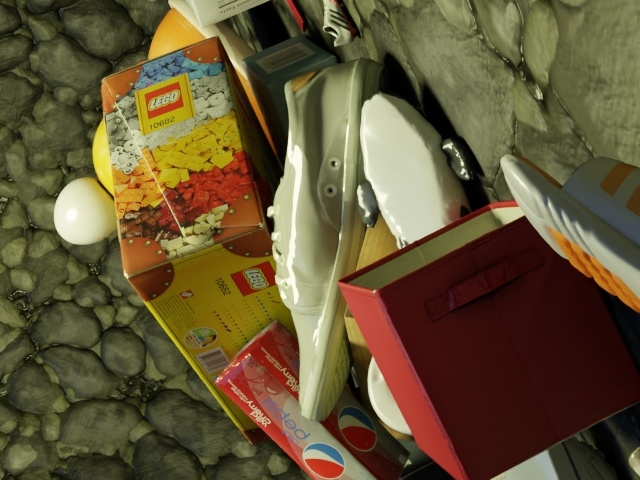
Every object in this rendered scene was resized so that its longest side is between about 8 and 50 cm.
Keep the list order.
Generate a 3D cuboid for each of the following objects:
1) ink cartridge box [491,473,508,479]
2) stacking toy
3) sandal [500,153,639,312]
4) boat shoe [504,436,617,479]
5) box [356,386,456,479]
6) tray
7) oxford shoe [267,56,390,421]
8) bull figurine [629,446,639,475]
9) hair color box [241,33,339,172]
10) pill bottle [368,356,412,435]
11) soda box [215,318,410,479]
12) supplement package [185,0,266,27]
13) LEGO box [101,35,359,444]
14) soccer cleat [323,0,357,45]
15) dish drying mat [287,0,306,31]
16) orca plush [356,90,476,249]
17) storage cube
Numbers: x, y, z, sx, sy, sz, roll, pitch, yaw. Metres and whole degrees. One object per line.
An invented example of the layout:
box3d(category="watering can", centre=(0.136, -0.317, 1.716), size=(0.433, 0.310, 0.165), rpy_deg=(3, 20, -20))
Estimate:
box3d(category="ink cartridge box", centre=(0.254, 0.284, 1.184), size=(0.062, 0.104, 0.181), rpy_deg=(66, 172, -12))
box3d(category="stacking toy", centre=(-0.279, -0.164, 1.842), size=(0.350, 0.480, 0.350), rpy_deg=(45, -179, -1))
box3d(category="sandal", centre=(0.229, 0.015, 0.631), size=(0.265, 0.076, 0.102), rpy_deg=(39, 177, 23))
box3d(category="boat shoe", centre=(0.266, 0.258, 1.078), size=(0.258, 0.084, 0.095), rpy_deg=(62, 148, 10))
box3d(category="box", centre=(0.196, 0.379, 1.615), size=(0.294, 0.182, 0.296), rpy_deg=(66, 171, -21))
box3d(category="tray", centre=(0.106, 0.100, 1.356), size=(0.411, 0.076, 0.203), rpy_deg=(76, -154, -60))
box3d(category="oxford shoe", centre=(0.000, 0.000, 1.260), size=(0.169, 0.130, 0.449), rpy_deg=(-48, -36, -72))
box3d(category="bull figurine", centre=(0.303, 0.236, 0.694), size=(0.188, 0.101, 0.310), rpy_deg=(-119, 9, -57))
box3d(category="hair color box", centre=(0.011, -0.110, 1.590), size=(0.185, 0.113, 0.374), rpy_deg=(-127, 14, -64))
box3d(category="pill bottle", centre=(0.155, 0.169, 1.173), size=(0.208, 0.119, 0.119), rpy_deg=(23, -149, -51))
box3d(category="soda box", centre=(-0.008, 0.236, 1.370), size=(0.263, 0.083, 0.092), rpy_deg=(45, -145, -4))
box3d(category="supplement package", centre=(-0.180, -0.485, 1.620), size=(0.244, 0.133, 0.139), rpy_deg=(73, 169, -48))
box3d(category="LEGO box", centre=(-0.126, 0.018, 1.549), size=(0.500, 0.193, 0.372), rpy_deg=(65, -173, -51))
box3d(category="soccer cleat", centre=(0.015, -0.278, 1.291), size=(0.083, 0.035, 0.029), rpy_deg=(62, 173, 18))
box3d(category="dish drying mat", centre=(-0.042, -0.356, 1.562), size=(0.083, 0.008, 0.032), rpy_deg=(62, 173, 15))
box3d(category="orca plush", centre=(0.144, -0.035, 1.126), size=(0.287, 0.102, 0.151), rpy_deg=(52, 124, 18))
box3d(category="storage cube", centre=(0.150, 0.086, 0.957), size=(0.193, 0.183, 0.215), rpy_deg=(64, 172, -3))
